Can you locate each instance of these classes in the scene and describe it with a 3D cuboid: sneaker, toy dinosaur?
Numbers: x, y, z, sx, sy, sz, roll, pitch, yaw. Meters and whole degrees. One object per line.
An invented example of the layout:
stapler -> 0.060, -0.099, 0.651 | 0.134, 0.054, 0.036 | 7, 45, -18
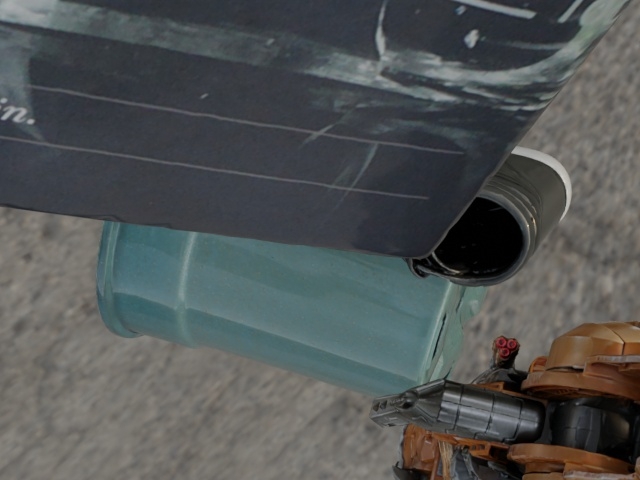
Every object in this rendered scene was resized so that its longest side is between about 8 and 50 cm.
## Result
sneaker -> 0.057, -0.030, 1.234 | 0.295, 0.147, 0.105 | 3, 109, 13
toy dinosaur -> 0.140, 0.100, 0.596 | 0.218, 0.322, 0.164 | 19, 95, -16

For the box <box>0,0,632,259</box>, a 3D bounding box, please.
box -> -0.091, -0.263, 0.416 | 0.479, 0.297, 0.472 | 7, 139, -26

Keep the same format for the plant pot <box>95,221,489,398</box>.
plant pot -> 0.000, 0.000, 1.503 | 0.334, 0.341, 0.341 | 21, 107, 14
